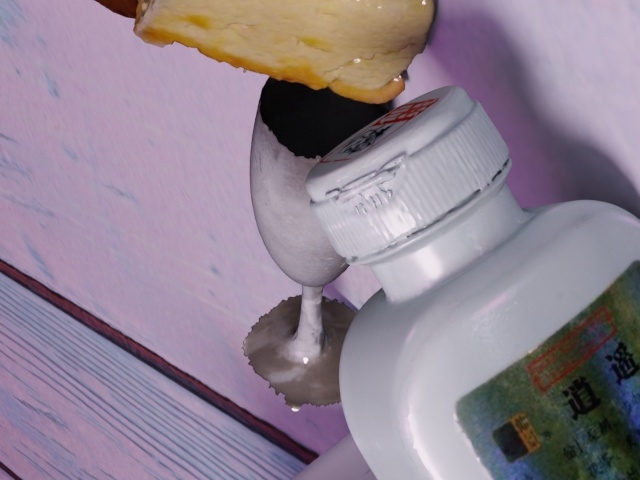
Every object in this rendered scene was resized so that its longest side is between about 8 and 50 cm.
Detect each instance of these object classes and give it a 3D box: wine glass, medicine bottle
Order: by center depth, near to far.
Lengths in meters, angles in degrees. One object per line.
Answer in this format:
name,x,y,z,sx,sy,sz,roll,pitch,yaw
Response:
medicine bottle,0.079,0.059,0.648,0.229,0.121,0.083,58,159,-11
wine glass,0.000,0.000,0.814,0.066,0.066,0.198,45,156,22

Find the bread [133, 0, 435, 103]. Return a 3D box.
bread,-0.006,-0.109,0.701,0.109,0.080,0.084,15,155,-13

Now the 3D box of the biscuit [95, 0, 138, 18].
biscuit,-0.121,-0.184,0.814,0.212,0.036,0.212,45,158,23

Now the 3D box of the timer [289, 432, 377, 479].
timer,0.033,0.240,0.928,0.192,0.195,0.194,29,149,48
